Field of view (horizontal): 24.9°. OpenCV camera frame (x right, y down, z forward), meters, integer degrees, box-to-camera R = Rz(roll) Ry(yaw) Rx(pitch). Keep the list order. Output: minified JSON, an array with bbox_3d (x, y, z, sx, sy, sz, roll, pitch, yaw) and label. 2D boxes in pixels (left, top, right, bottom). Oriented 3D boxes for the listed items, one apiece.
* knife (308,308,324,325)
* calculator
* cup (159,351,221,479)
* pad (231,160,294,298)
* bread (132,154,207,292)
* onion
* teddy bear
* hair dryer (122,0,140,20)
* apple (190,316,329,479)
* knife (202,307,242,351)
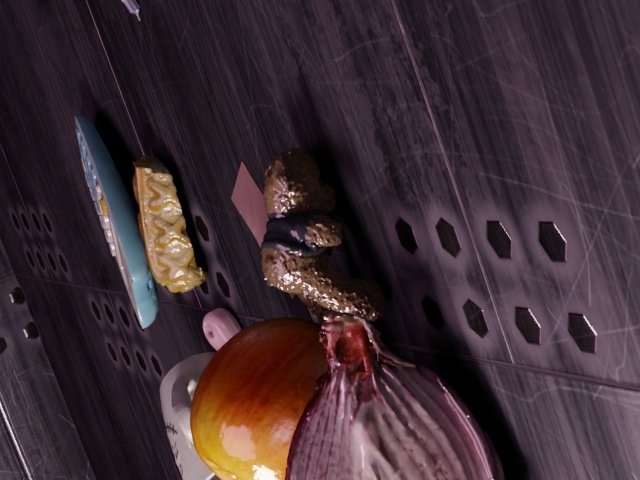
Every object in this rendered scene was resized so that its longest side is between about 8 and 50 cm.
[{"bbox_3d":[0.025,0.166,2.042,0.207,0.014,0.030,65,155,-2],"label":"knife"},{"bbox_3d":[-0.369,-0.050,2.584,0.256,0.054,0.386,92,154,-60],"label":"calculator"},{"bbox_3d":[-0.175,0.293,2.346,0.234,0.186,0.258,58,-175,34],"label":"cup"},{"bbox_3d":[-0.079,-0.014,2.102,0.188,0.006,0.113,58,157,19],"label":"pad"},{"bbox_3d":[-0.258,-0.023,2.390,0.128,0.088,0.232,22,129,64],"label":"bread"},{"bbox_3d":[0.079,0.248,1.750,0.159,0.267,0.348,32,-132,-86],"label":"onion"},{"bbox_3d":[-0.016,0.010,1.829,0.182,0.129,0.251,-9,105,65],"label":"teddy bear"},{"bbox_3d":[-0.307,-0.379,2.192,0.114,0.063,0.037,57,159,-19],"label":"hair dryer"},{"bbox_3d":[-0.043,0.239,1.931,0.286,0.233,0.286,36,158,17],"label":"apple"},{"bbox_3d":[-0.079,0.227,2.320,0.336,0.043,0.081,45,144,28],"label":"knife"}]
